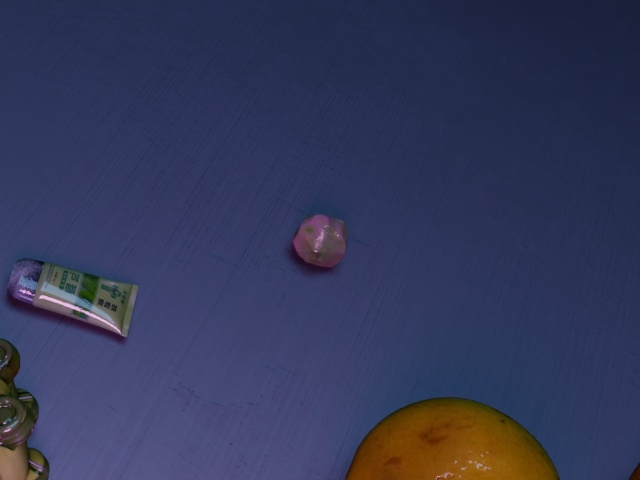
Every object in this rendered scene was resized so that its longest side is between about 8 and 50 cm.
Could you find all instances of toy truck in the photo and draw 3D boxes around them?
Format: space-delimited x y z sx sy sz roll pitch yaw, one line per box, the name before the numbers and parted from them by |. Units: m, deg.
toy truck | -0.434 0.219 1.514 0.211 0.148 0.187 -3 46 2

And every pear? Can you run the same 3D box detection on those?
pear | 0.161 0.336 1.565 0.285 0.336 0.284 0 75 0

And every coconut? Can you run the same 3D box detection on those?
coconut | 0.000 0.000 1.923 0.082 0.083 0.081 5 35 11

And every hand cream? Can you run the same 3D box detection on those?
hand cream | -0.342 0.072 1.738 0.175 0.046 0.095 16 44 -11

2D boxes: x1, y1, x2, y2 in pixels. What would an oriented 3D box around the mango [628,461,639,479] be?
mango | 0.600 0.355 1.724 0.446 0.300 0.232 -5 80 -47
